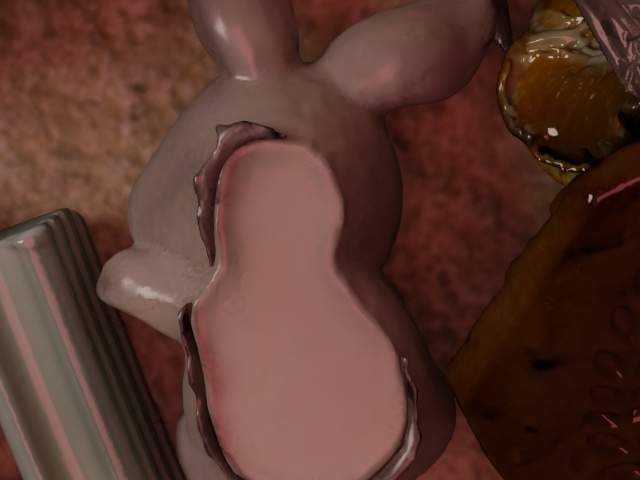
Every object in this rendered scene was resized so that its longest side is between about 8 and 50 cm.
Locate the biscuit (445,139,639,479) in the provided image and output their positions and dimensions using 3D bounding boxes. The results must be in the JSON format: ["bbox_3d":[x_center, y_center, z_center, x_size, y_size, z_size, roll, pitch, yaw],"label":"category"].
[{"bbox_3d":[0.237,0.039,0.996,0.359,0.046,0.359,-11,138,-10],"label":"biscuit"}]

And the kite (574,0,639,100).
[{"bbox_3d":[0.268,-0.190,1.011,0.360,0.022,0.204,-42,96,-20],"label":"kite"}]

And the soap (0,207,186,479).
[{"bbox_3d":[-0.136,0.086,1.078,0.066,0.119,0.198,-20,97,4],"label":"soap"}]

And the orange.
[{"bbox_3d":[0.178,-0.093,1.042,0.170,0.160,0.112,-25,136,5],"label":"orange"}]

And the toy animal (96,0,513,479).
[{"bbox_3d":[-0.007,0.003,1.049,0.208,0.154,0.325,15,94,-7],"label":"toy animal"}]
